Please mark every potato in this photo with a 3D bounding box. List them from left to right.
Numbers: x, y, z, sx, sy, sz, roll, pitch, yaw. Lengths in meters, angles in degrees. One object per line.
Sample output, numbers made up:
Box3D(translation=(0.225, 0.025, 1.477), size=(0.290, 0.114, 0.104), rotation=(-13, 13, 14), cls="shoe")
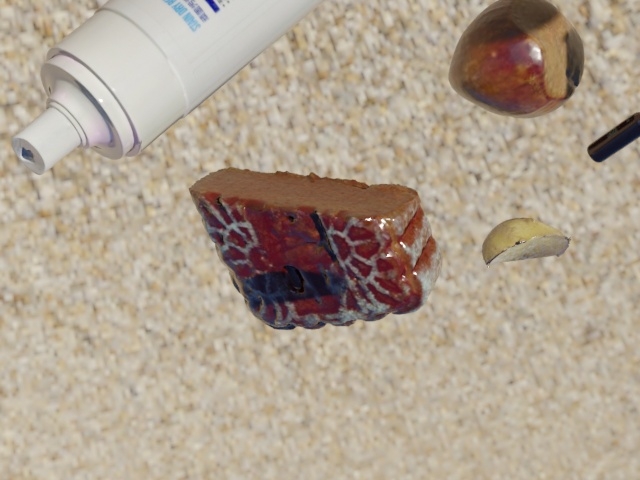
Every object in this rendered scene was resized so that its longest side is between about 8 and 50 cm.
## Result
Box3D(translation=(0.170, -0.006, 1.220), size=(0.093, 0.036, 0.037), rotation=(-6, 145, -41), cls="potato")

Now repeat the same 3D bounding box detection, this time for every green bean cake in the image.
Box3D(translation=(0.000, 0.000, 1.572), size=(0.232, 0.097, 0.198), rotation=(-6, 122, 27), cls="green bean cake")

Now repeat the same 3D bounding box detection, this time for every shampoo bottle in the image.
Box3D(translation=(-0.079, -0.146, 0.966), size=(0.303, 0.092, 0.092), rotation=(-44, 153, -23), cls="shampoo bottle")

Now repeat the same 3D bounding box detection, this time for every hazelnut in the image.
Box3D(translation=(0.209, -0.197, 1.602), size=(0.154, 0.143, 0.143), rotation=(-26, 161, -50), cls="hazelnut")

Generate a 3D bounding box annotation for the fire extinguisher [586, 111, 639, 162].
Box3D(translation=(0.331, -0.120, 1.565), size=(0.100, 0.032, 0.046), rotation=(-37, 163, 36), cls="fire extinguisher")
